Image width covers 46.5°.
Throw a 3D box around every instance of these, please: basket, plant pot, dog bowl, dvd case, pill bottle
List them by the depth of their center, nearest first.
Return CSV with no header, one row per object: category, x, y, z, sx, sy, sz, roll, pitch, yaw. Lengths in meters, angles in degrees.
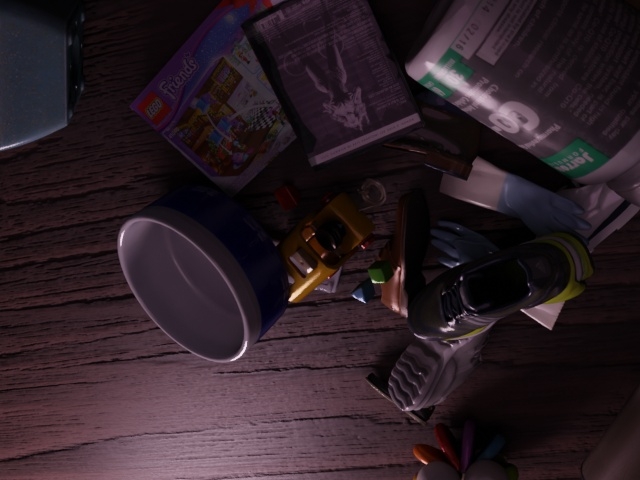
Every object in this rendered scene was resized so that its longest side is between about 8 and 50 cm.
pill bottle,0.303,-0.196,0.894,0.361,0.204,0.204,31,121,-6
dvd case,0.018,-0.216,0.973,0.165,0.018,0.221,-21,108,19
plant pot,-0.453,-0.256,0.997,0.253,0.247,0.247,6,122,-11
dog bowl,-0.179,0.051,1.132,0.265,0.104,0.264,24,135,26
basket,0.549,0.314,1.183,0.205,0.154,0.226,12,118,6

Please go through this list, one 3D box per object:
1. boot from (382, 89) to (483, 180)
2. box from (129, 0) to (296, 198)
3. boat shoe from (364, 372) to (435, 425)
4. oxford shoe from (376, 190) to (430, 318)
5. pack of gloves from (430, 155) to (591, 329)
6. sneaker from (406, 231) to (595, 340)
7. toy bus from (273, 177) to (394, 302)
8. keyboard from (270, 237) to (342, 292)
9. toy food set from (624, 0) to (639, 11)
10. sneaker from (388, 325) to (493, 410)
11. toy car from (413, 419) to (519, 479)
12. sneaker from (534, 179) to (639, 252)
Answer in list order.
boot,0.124,-0.173,1.037,0.219,0.082,0.106,25,97,6
box,-0.101,-0.221,1.045,0.201,0.057,0.293,43,119,-15
boat shoe,0.138,0.268,1.297,0.133,0.049,0.042,34,88,1
oxford shoe,0.119,0.020,1.140,0.076,0.076,0.212,21,121,34
pack of gloves,0.271,-0.011,1.070,0.232,0.046,0.195,32,131,29
sneaker,0.216,0.068,1.026,0.300,0.121,0.111,-35,68,45
toy bus,-0.003,0.010,1.101,0.191,0.104,0.202,11,124,30
keyboard,-0.092,0.025,1.217,0.256,0.014,0.072,15,117,2
toy food set,0.420,-0.315,0.905,0.192,0.038,0.132,27,117,7
sneaker,0.219,0.157,1.202,0.115,0.105,0.281,10,123,-39
toy car,0.250,0.383,1.298,0.182,0.159,0.136,-6,82,15
sneaker,0.354,-0.024,1.067,0.095,0.090,0.235,40,116,1
